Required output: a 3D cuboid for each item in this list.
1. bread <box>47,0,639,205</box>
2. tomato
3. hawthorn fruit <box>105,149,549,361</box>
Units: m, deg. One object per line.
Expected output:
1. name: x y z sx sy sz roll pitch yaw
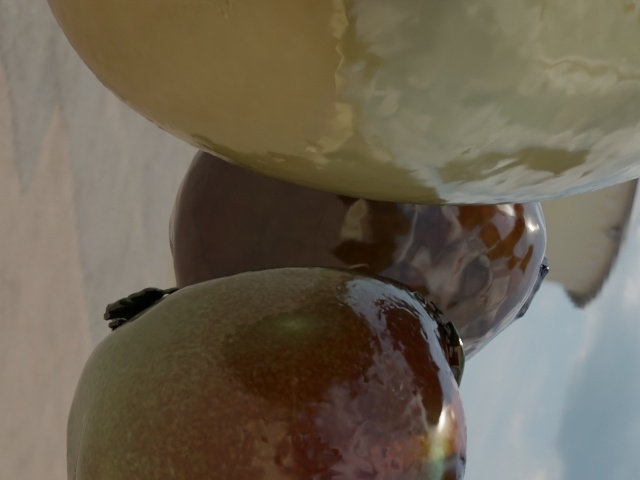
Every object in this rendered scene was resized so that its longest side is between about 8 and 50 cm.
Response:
1. bread: 0.051 -0.171 0.665 0.348 0.376 0.253 55 -44 29
2. tomato: -0.046 0.148 0.896 0.303 0.239 0.303 -166 -90 -77
3. hawthorn fruit: 0.021 -0.009 1.155 0.325 0.308 0.308 -39 153 -40
